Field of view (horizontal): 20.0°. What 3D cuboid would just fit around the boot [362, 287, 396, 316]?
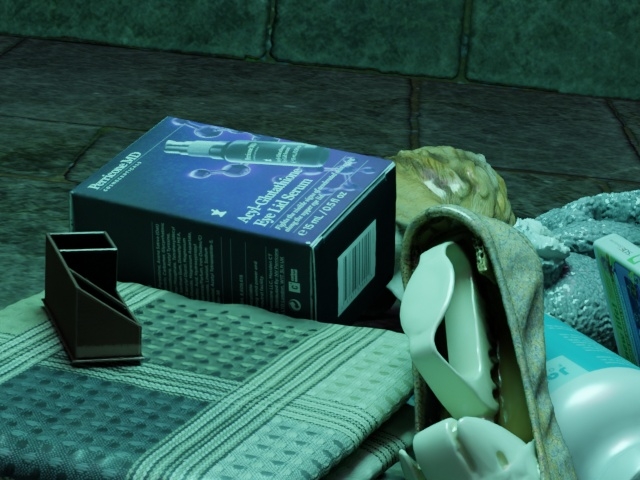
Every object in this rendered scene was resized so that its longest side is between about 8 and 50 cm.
[{"bbox_3d":[-0.059,-0.014,1.787,0.263,0.091,0.229,40,-20,-12],"label":"boot"}]

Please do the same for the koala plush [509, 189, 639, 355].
[{"bbox_3d":[0.217,0.058,1.520,0.203,0.196,0.221,0,11,27],"label":"koala plush"}]

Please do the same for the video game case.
[{"bbox_3d":[0.255,0.117,1.238,0.023,0.212,0.193,-20,20,-9],"label":"video game case"}]

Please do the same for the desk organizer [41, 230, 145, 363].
[{"bbox_3d":[-0.151,0.035,1.199,0.047,0.050,0.130,-2,17,-17],"label":"desk organizer"}]

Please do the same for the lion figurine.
[{"bbox_3d":[0.000,0.000,1.591,0.392,0.142,0.240,0,32,-16],"label":"lion figurine"}]

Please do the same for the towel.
[{"bbox_3d":[-0.102,0.105,1.160,0.312,0.056,0.324,10,18,21],"label":"towel"}]

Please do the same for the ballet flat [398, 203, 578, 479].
[{"bbox_3d":[0.090,0.111,1.110,0.107,0.316,0.106,-26,-41,25],"label":"ballet flat"}]

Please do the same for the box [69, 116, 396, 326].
[{"bbox_3d":[-0.064,-0.003,1.377,0.207,0.108,0.153,12,31,21],"label":"box"}]

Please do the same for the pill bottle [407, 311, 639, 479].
[{"bbox_3d":[0.162,0.138,1.236,0.146,0.146,0.264,-1,16,-25],"label":"pill bottle"}]
